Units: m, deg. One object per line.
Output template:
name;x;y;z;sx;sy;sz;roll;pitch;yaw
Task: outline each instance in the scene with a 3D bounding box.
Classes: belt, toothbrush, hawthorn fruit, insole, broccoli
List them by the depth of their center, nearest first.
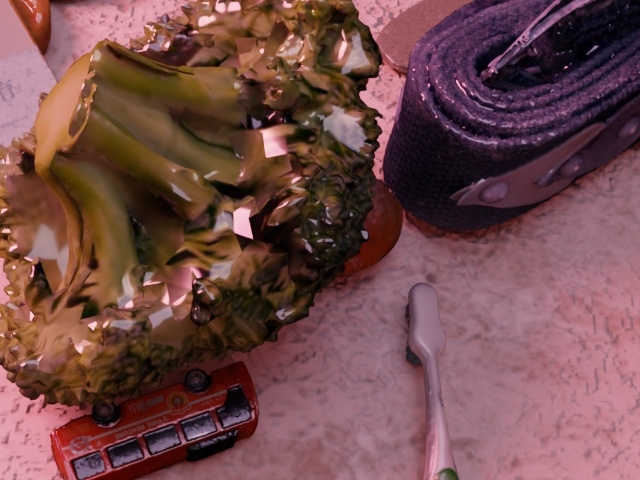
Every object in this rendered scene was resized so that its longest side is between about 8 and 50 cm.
toothbrush;0.065;0.157;0.619;0.030;0.030;0.304;1;57;-8
broccoli;-0.070;-0.029;0.619;0.176;0.226;0.198;1;41;-41
hawthorn fruit;0.000;0.000;0.703;0.103;0.067;0.067;-40;68;0
belt;0.137;-0.103;0.742;0.218;0.128;0.122;-31;66;-27
insole;0.124;-0.157;0.847;0.192;0.010;0.063;-19;63;-21

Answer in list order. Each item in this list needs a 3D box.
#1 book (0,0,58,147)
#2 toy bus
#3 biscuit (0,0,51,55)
book;-0.222;-0.094;0.717;0.118;0.012;0.172;-28;84;-25
toy bus;-0.085;0.099;0.632;0.110;0.031;0.043;-18;64;-18
biscuit;-0.235;-0.204;0.804;0.202;0.044;0.288;25;55;8
